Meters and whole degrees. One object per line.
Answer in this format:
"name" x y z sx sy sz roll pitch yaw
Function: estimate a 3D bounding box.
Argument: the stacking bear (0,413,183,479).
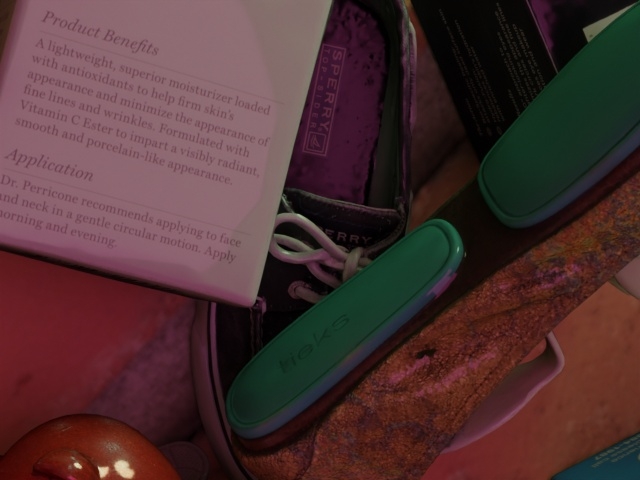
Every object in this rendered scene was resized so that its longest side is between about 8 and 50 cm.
"stacking bear" -0.054 0.198 0.804 0.289 0.175 0.164 41 67 -24

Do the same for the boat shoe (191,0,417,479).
"boat shoe" 0.004 0.000 0.878 0.113 0.105 0.306 13 86 -18

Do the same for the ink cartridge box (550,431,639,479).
"ink cartridge box" 0.350 0.166 0.840 0.285 0.395 0.166 -23 97 -16

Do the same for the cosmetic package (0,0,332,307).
"cosmetic package" -0.101 -0.073 0.819 0.151 0.151 0.184 16 86 -18

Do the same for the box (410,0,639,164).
"box" 0.143 -0.094 0.896 0.093 0.158 0.156 -26 99 -15

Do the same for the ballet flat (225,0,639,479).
"ballet flat" 0.104 0.013 0.783 0.348 0.123 0.123 -43 104 13

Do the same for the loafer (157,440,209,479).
"loafer" -0.111 0.164 0.881 0.045 0.039 0.125 39 73 19
